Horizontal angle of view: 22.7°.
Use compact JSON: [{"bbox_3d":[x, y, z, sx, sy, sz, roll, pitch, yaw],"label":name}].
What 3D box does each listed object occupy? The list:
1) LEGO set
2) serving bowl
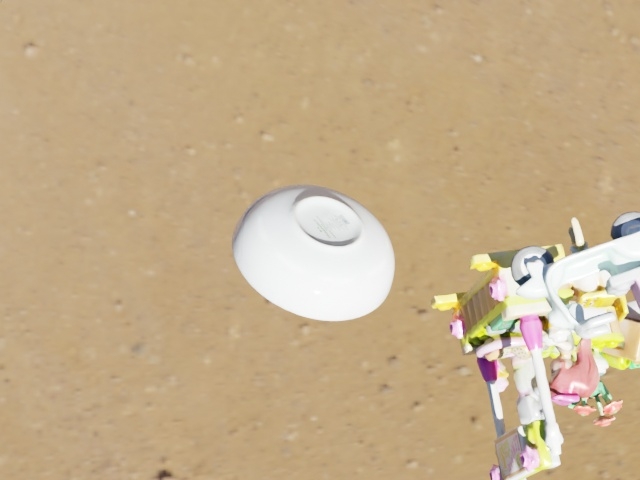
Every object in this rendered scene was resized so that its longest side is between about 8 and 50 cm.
[{"bbox_3d":[0.136,0.073,0.856,0.132,0.287,0.107,-13,75,10],"label":"LEGO set"},{"bbox_3d":[0.000,0.000,0.785,0.083,0.083,0.027,45,135,22],"label":"serving bowl"}]
